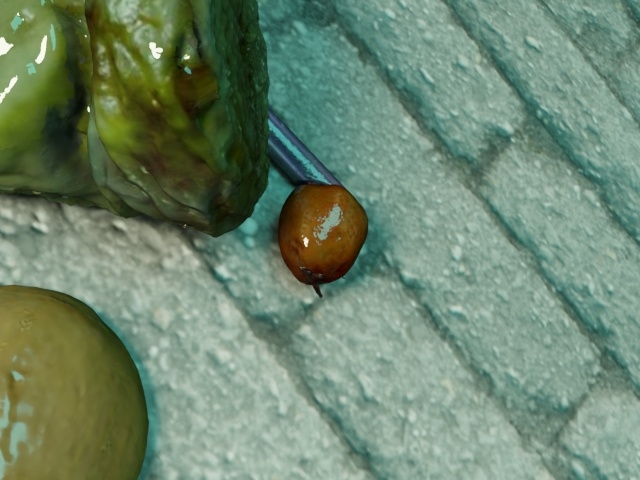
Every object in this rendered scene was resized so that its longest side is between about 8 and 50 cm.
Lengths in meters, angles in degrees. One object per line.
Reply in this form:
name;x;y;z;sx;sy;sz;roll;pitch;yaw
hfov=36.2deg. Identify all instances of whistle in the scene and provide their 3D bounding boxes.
whistle;-0.026;-0.078;0.916;0.176;0.033;0.033;46;50;-3

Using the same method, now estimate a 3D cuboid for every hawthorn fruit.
hawthorn fruit;0.000;0.000;0.861;0.081;0.081;0.093;25;55;-20

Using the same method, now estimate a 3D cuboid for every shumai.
shumai;-0.182;-0.147;0.754;0.263;0.304;0.310;-6;102;3

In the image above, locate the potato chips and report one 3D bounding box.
potato chips;-0.204;0.121;0.673;0.195;0.062;0.208;50;47;-2
